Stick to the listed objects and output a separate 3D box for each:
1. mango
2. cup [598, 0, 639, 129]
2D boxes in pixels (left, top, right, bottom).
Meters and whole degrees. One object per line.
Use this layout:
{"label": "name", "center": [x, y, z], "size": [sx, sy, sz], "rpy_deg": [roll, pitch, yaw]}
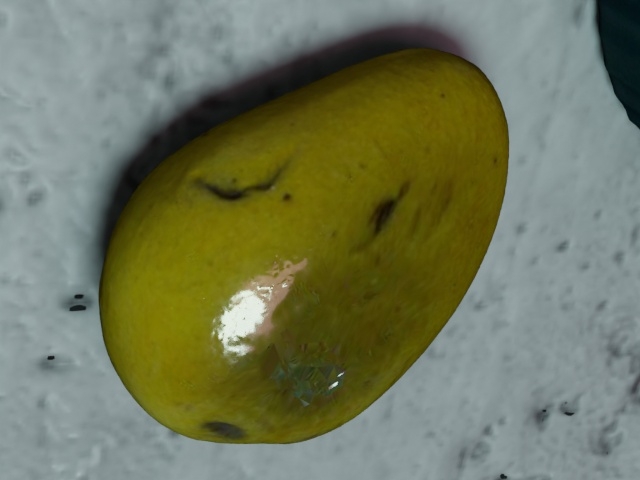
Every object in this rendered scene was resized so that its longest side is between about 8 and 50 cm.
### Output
{"label": "mango", "center": [0.000, 0.000, 0.549], "size": [0.195, 0.098, 0.137], "rpy_deg": [-45, 123, -3]}
{"label": "cup", "center": [0.251, -0.077, 0.506], "size": [0.308, 0.292, 0.242], "rpy_deg": [5, 115, -28]}
